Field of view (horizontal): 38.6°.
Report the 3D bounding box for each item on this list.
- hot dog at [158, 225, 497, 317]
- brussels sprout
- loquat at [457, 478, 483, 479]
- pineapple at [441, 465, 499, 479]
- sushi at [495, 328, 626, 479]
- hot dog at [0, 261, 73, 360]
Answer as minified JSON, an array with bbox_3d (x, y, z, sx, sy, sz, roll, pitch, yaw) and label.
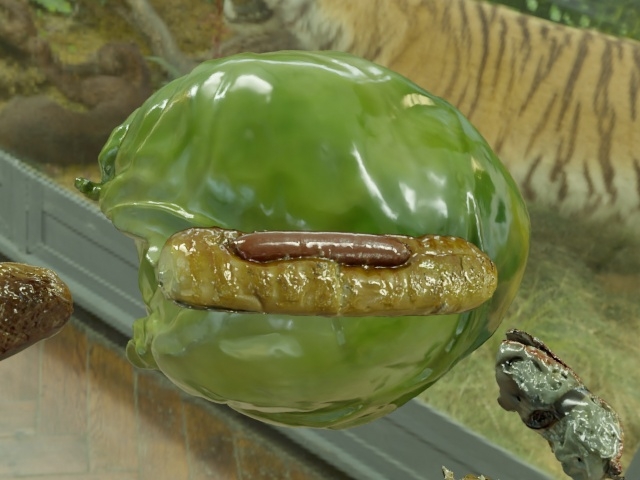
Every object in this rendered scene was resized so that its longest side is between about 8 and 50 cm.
[{"bbox_3d":[0.011,0.017,0.555,0.215,0.047,0.066,3,38,-16],"label":"hot dog"},{"bbox_3d":[0.014,0.008,0.889,0.361,0.343,0.425,4,-17,28],"label":"brussels sprout"},{"bbox_3d":[0.195,0.369,1.161,0.113,0.137,0.137,13,29,-33],"label":"loquat"},{"bbox_3d":[0.321,0.549,1.752,0.161,0.335,0.158,-32,39,-10],"label":"pineapple"},{"bbox_3d":[0.434,0.313,1.674,0.130,0.124,0.332,-38,74,-27],"label":"sushi"},{"bbox_3d":[-0.466,0.117,1.289,0.227,0.160,0.099,-28,59,-33],"label":"hot dog"}]
